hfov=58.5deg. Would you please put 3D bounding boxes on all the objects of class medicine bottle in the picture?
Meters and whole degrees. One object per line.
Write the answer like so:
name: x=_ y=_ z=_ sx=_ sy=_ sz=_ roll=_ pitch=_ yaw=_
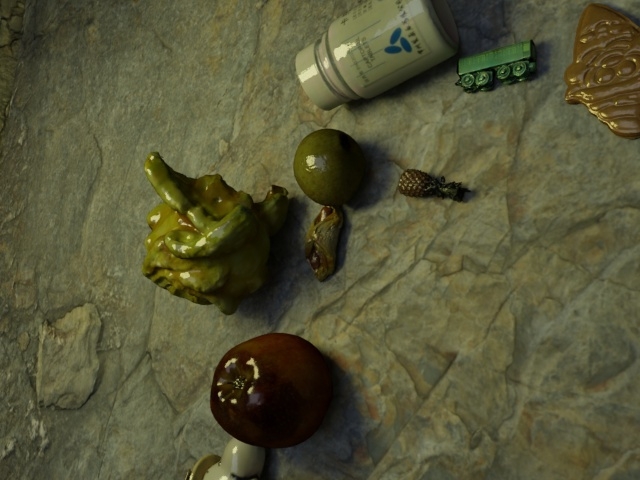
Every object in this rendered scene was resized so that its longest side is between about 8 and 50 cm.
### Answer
medicine bottle: x=0.106 y=-0.374 z=1.107 sx=0.293 sy=0.170 sz=0.170 roll=-21 pitch=68 yaw=32

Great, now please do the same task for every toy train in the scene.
toy train: x=0.313 y=-0.310 z=1.025 sx=0.148 sy=0.038 sz=0.071 roll=-5 pitch=74 yaw=36

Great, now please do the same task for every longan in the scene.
longan: x=0.014 y=-0.140 z=1.147 sx=0.176 sy=0.145 sz=0.155 roll=109 pitch=180 yaw=-49

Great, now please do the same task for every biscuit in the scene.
biscuit: x=0.468 y=-0.278 z=0.913 sx=0.162 sy=0.035 sz=0.250 roll=-20 pitch=67 yaw=26

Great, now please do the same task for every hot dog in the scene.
hot dog: x=0.000 y=0.000 z=1.165 sx=0.078 sy=0.061 sz=0.169 roll=5 pitch=82 yaw=38

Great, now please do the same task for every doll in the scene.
doll: x=-0.144 y=0.508 z=1.105 sx=0.208 sy=0.144 sz=0.271 roll=-51 pitch=51 yaw=4

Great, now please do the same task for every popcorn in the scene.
popcorn: x=-0.227 y=-0.003 z=1.172 sx=0.325 sy=0.321 sz=0.290 roll=6 pitch=83 yaw=55

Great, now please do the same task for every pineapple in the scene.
pineapple: x=0.206 y=-0.094 z=1.046 sx=0.124 sy=0.058 sz=0.058 roll=21 pitch=92 yaw=32

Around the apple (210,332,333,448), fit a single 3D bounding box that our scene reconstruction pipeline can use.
apple: x=-0.094 y=0.281 z=1.078 sx=0.230 sy=0.230 sz=0.230 roll=-9 pitch=75 yaw=34
